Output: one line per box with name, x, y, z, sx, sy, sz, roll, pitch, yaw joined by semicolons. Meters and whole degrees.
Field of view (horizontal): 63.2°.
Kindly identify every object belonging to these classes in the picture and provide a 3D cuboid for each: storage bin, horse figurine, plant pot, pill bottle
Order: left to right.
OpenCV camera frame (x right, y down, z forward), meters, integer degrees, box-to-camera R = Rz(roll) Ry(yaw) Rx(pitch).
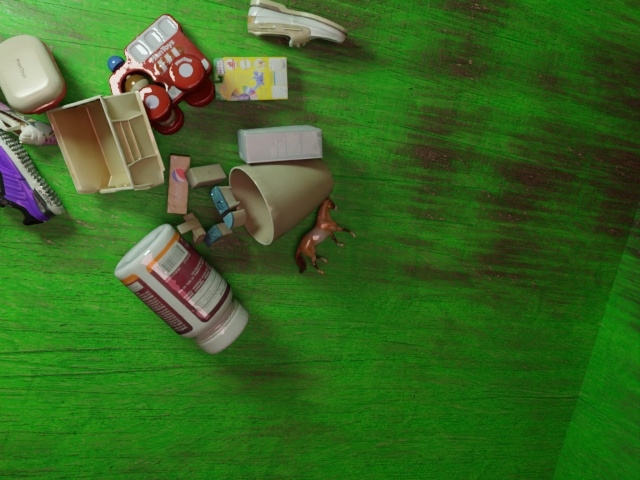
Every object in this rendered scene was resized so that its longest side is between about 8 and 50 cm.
storage bin;-0.585;-0.257;1.429;0.123;0.263;0.260;-36;118;-49
pill bottle;-0.417;0.158;1.616;0.224;0.224;0.392;-41;112;-3
plant pot;-0.104;-0.157;1.632;0.274;0.257;0.256;-27;111;-26
horse figurine;0.000;0.000;1.780;0.263;0.066;0.174;-47;117;-3

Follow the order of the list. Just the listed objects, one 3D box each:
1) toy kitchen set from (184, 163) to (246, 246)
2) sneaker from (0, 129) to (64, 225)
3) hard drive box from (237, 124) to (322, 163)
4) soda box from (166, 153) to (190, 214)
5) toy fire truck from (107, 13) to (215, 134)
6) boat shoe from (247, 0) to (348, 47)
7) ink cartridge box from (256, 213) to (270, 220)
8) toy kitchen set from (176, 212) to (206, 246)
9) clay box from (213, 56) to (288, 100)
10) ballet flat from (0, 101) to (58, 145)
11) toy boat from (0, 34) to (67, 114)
toy kitchen set;-0.355;-0.103;1.622;0.166;0.122;0.207;-35;82;37
sneaker;-0.872;-0.166;1.460;0.146;0.102;0.293;-31;110;-6
hard drive box;-0.129;-0.300;1.601;0.232;0.181;0.089;-6;107;-14
soda box;-0.440;-0.175;1.609;0.062;0.058;0.181;3;103;-17
toy fire truck;-0.466;-0.465;1.486;0.302;0.169;0.254;-42;88;-3
boat shoe;-0.071;-0.635;1.571;0.303;0.113;0.103;13;102;-8
ink cartridge box;-0.187;-0.046;1.732;0.048;0.028;0.083;-10;107;-13
toy kitchen set;-0.415;-0.027;1.629;0.068;0.075;0.083;-28;79;-32
clay box;-0.214;-0.493;1.590;0.222;0.053;0.127;-6;106;-16
ballet flat;-0.839;-0.316;1.440;0.222;0.079;0.077;29;121;-21
toy boat;-0.769;-0.432;1.402;0.151;0.151;0.231;-27;78;-7
